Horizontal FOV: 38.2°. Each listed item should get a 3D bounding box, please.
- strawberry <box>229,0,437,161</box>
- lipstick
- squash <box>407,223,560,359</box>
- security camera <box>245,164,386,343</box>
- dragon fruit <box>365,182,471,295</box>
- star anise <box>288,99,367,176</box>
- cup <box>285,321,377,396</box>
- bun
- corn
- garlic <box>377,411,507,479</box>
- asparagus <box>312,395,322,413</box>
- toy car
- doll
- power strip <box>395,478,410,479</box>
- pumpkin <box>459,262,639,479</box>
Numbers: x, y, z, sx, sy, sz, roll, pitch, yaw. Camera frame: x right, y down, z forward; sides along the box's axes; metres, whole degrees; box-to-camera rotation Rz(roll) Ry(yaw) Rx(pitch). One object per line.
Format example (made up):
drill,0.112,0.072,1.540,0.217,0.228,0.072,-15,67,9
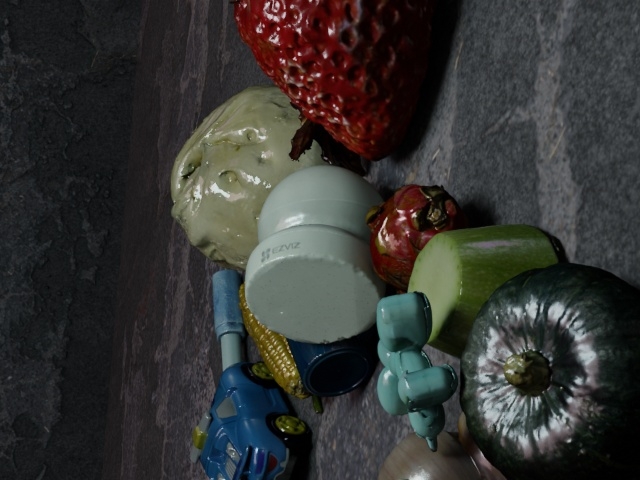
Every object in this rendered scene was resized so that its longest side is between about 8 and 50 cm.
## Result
strawberry,0.041,-0.297,1.252,0.292,0.310,0.292,-44,20,21
lipstick,-0.175,0.189,1.810,0.068,0.061,0.274,124,145,-51
squash,0.174,0.058,0.990,0.170,0.122,0.170,-169,90,-70
security camera,0.000,0.000,1.271,0.236,0.194,0.195,-85,18,-45
dragon fruit,0.116,0.032,1.135,0.125,0.125,0.246,-70,-17,-52
star anise,0.013,-0.160,1.378,0.053,0.157,0.212,-49,32,31
cup,0.013,0.130,1.333,0.138,0.113,0.150,-113,35,-46
bun,-0.114,-0.104,1.550,0.362,0.234,0.326,-2,76,60
corn,-0.064,0.148,1.507,0.313,0.101,0.102,-129,50,-61
garlic,0.137,0.264,0.960,0.191,0.160,0.214,38,121,57
asparagus,-0.021,0.214,1.510,0.163,0.016,0.016,-110,16,-44
toy car,-0.138,0.334,1.571,0.198,0.165,0.314,-70,26,20
doll,0.090,0.131,0.934,0.159,0.059,0.159,-110,11,-46
power strip,0.158,0.346,0.827,0.338,0.058,0.098,36,112,25
pumpkin,0.215,0.123,0.823,0.211,0.152,0.212,-12,77,61
